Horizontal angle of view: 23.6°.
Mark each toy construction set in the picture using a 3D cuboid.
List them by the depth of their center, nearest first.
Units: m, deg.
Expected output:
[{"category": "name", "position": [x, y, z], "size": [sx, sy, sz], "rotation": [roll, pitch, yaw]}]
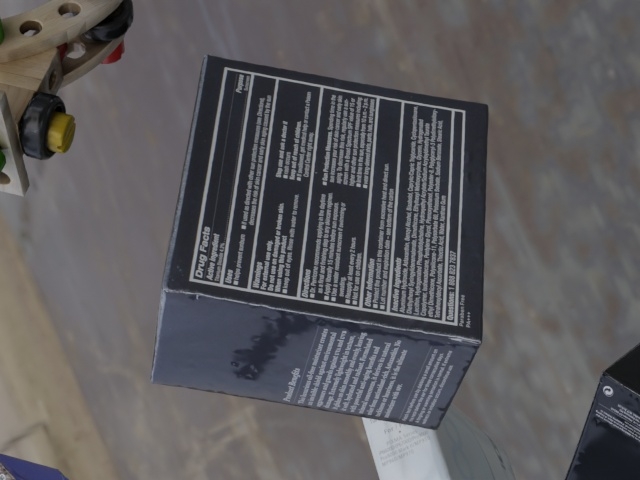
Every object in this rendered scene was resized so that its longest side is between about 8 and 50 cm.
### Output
[{"category": "toy construction set", "position": [-0.328, -0.136, 1.392], "size": [0.309, 0.257, 0.237], "rotation": [-47, 26, 53]}]

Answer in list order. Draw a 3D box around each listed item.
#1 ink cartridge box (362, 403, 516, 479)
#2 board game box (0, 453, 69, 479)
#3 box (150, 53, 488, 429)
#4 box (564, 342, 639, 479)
[{"category": "ink cartridge box", "position": [0.135, 0.194, 1.924], "size": [0.308, 0.091, 0.385], "rotation": [41, -151, -54]}, {"category": "board game box", "position": [-0.442, 0.440, 2.016], "size": [0.141, 0.291, 0.232], "rotation": [41, 179, 21]}, {"category": "box", "position": [0.000, 0.000, 1.511], "size": [0.183, 0.294, 0.296], "rotation": [108, 171, -53]}, {"category": "box", "position": [0.389, 0.188, 1.686], "size": [0.103, 0.261, 0.184], "rotation": [34, 129, 26]}]
